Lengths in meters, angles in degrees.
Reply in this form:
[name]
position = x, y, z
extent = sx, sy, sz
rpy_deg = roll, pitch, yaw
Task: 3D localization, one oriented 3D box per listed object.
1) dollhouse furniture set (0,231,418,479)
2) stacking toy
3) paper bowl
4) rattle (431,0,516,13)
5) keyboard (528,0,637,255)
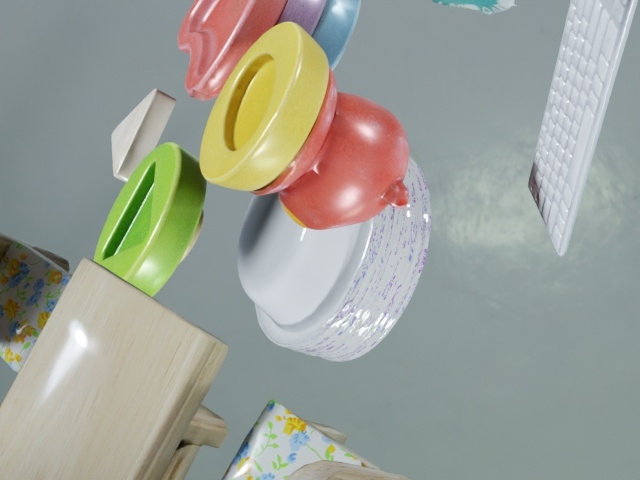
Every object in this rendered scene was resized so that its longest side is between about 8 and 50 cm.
[dollhouse furniture set]
position = -0.129, 0.121, 0.354
extent = 0.242, 0.212, 0.161
rpy_deg = -61, 148, -2
[stacking toy]
position = -0.054, -0.079, 0.837
extent = 0.130, 0.309, 0.279
rpy_deg = 27, 123, -26
[paper bowl]
position = 0.000, 0.000, 1.315
extent = 0.148, 0.284, 0.284
rpy_deg = 20, 121, -29
[rattle]
position = -0.042, -0.102, 0.364
extent = 0.199, 0.130, 0.143
rpy_deg = 18, 119, -46
[keyboard]
position = 0.156, -0.104, 0.609
extent = 0.014, 0.072, 0.256
rpy_deg = -1, 135, -4
